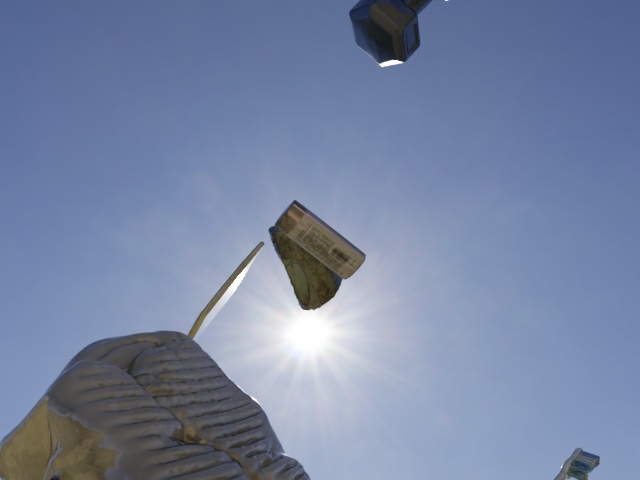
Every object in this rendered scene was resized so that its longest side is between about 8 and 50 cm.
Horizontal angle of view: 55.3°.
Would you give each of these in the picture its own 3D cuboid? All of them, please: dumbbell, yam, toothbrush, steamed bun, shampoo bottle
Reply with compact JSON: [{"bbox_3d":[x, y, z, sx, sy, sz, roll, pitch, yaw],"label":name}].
[{"bbox_3d":[0.206,-0.512,1.277,0.156,0.316,0.143,42,-17,1],"label":"dumbbell"},{"bbox_3d":[-0.034,0.058,1.705,0.153,0.154,0.255,-17,-75,17],"label":"yam"},{"bbox_3d":[0.258,0.370,0.763,0.386,0.040,0.040,-24,-27,-41],"label":"toothbrush"},{"bbox_3d":[-0.202,0.295,0.712,0.255,0.368,0.342,-47,-22,11],"label":"steamed bun"},{"bbox_3d":[0.000,0.000,1.495,0.227,0.056,0.086,37,-63,-9],"label":"shampoo bottle"}]

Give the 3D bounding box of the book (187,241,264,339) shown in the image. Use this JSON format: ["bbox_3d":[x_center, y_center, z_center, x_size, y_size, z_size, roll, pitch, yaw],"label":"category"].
[{"bbox_3d":[-0.239,0.143,1.436,0.018,0.228,0.322,37,-34,-1],"label":"book"}]
